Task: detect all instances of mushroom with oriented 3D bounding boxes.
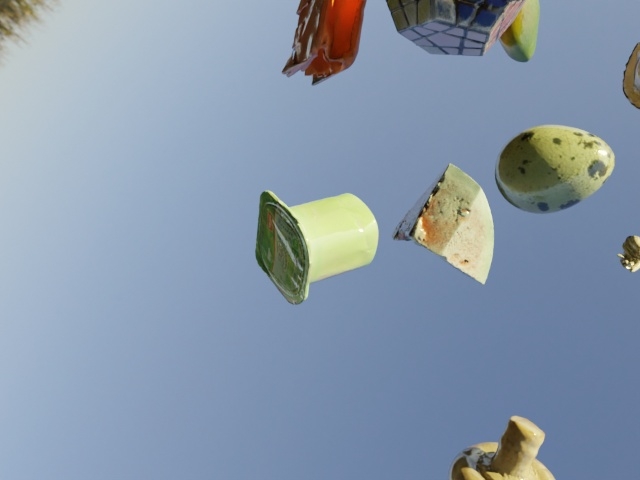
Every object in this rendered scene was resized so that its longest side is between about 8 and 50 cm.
[{"bbox_3d":[0.352,0.445,1.218,0.209,0.206,0.206,-46,-149,30],"label":"mushroom"}]

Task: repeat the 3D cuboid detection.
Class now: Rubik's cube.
[{"bbox_3d":[0.282,-0.534,1.360,0.319,0.319,0.264,-39,-160,15],"label":"Rubik's cube"}]

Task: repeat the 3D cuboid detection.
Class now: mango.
[{"bbox_3d":[0.608,-0.682,2.074,0.114,0.156,0.251,12,-73,55],"label":"mango"}]

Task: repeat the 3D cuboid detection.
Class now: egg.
[{"bbox_3d":[0.461,-0.143,1.321,0.228,0.177,0.177,-5,-129,29],"label":"egg"}]

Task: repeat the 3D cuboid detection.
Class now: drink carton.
[{"bbox_3d":[0.000,0.000,0.991,0.144,0.142,0.146,48,-40,39],"label":"drink carton"}]

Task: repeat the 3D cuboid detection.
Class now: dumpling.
[{"bbox_3d":[0.795,-0.424,1.554,0.172,0.142,0.247,48,-60,51],"label":"dumpling"}]

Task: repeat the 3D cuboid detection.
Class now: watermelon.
[{"bbox_3d":[0.295,-0.001,1.633,0.214,0.289,0.320,-24,171,-41],"label":"watermelon"}]

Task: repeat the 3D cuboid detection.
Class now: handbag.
[{"bbox_3d":[0.028,-0.607,1.631,0.303,0.116,0.410,-169,-89,-72],"label":"handbag"}]

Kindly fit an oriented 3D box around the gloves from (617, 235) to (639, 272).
[{"bbox_3d":[0.503,0.018,1.068,0.081,0.037,0.044,-51,-176,-29],"label":"gloves"}]
